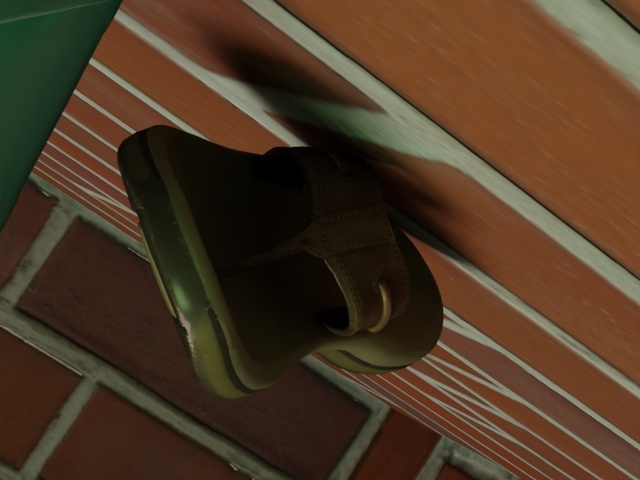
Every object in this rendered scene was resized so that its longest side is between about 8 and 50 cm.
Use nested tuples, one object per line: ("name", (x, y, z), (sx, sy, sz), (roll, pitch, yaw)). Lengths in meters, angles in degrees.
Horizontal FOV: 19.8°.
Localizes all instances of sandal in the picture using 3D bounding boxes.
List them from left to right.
("sandal", (0.000, -0.001, 0.820), (0.303, 0.086, 0.120), (3, -117, -67))

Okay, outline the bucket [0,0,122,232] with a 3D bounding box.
("bucket", (-0.192, -0.090, 0.560), (0.281, 0.183, 0.281), (32, 175, 3))
